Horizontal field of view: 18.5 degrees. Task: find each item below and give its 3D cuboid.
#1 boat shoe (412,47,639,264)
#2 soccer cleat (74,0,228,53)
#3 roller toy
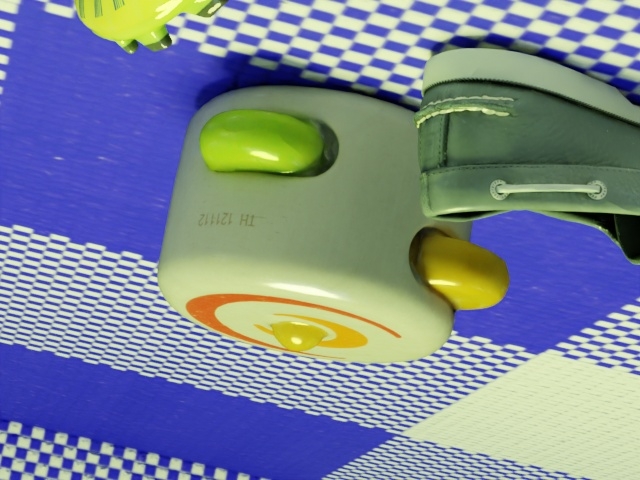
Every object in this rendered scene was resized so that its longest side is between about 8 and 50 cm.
[{"bbox_3d":[0.192,-0.016,1.146,0.319,0.099,0.116,19,162,-25],"label":"boat shoe"},{"bbox_3d":[-0.068,-0.166,0.885,0.121,0.093,0.289,46,161,-8],"label":"soccer cleat"},{"bbox_3d":[0.000,0.000,1.246,0.209,0.146,0.191,16,164,-18],"label":"roller toy"}]
